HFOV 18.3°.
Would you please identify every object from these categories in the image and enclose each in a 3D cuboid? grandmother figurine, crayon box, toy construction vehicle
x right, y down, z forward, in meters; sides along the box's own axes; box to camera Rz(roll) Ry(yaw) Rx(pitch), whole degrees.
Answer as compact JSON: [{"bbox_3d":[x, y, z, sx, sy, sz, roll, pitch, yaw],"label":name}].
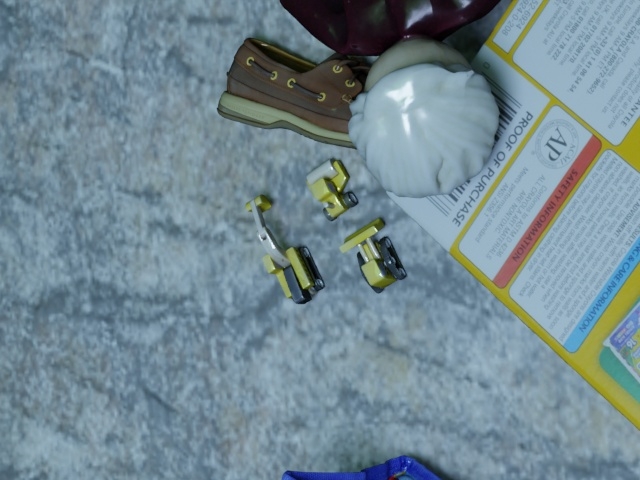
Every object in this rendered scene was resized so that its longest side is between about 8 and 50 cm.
[{"bbox_3d":[0.055,-0.190,1.236,0.208,0.104,0.342,-20,64,37],"label":"grandmother figurine"},{"bbox_3d":[0.209,-0.012,1.179,0.323,0.083,0.203,45,110,35],"label":"crayon box"},{"bbox_3d":[0.000,0.000,1.351,0.086,0.035,0.098,-29,78,25],"label":"toy construction vehicle"}]

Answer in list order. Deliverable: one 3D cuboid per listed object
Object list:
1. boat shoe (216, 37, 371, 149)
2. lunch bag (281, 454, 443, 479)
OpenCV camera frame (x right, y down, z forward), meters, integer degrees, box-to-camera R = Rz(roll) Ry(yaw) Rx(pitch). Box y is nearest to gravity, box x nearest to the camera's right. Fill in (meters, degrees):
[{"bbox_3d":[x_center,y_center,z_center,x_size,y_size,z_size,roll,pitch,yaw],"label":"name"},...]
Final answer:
[{"bbox_3d":[0.011,-0.096,1.328,0.178,0.064,0.060,15,100,29],"label":"boat shoe"},{"bbox_3d":[0.090,0.295,1.213,0.293,0.138,0.221,26,107,37],"label":"lunch bag"}]
